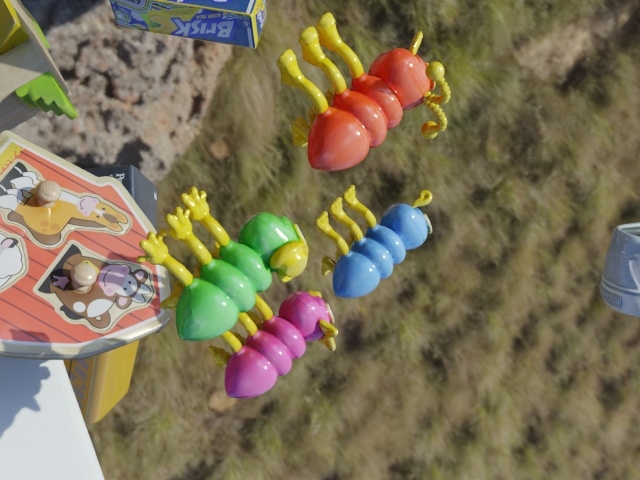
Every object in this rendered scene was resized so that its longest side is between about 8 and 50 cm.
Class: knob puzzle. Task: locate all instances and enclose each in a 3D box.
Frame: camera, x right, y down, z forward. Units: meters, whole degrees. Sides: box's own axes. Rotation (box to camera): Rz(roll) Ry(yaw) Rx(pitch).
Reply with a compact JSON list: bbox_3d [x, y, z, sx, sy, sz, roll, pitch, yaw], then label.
[{"bbox_3d":[-0.198,0.009,0.747,0.213,0.213,0.030,-6,148,-31],"label":"knob puzzle"}]

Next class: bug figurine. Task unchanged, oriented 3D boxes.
[{"bbox_3d":[0.000,0.000,0.614,0.216,0.072,0.279,-45,159,-14],"label":"bug figurine"}]

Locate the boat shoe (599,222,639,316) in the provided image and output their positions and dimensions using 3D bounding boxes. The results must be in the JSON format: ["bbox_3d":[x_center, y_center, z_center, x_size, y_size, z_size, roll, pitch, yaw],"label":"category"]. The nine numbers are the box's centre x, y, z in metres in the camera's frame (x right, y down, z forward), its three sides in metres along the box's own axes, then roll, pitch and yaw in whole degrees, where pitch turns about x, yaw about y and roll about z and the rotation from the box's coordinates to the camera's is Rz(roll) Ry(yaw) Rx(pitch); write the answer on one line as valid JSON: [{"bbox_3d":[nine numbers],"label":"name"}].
[{"bbox_3d":[0.335,0.006,0.794,0.227,0.079,0.081,-8,113,-15],"label":"boat shoe"}]

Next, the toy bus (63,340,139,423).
[{"bbox_3d":[-0.352,0.147,1.496,0.108,0.130,0.333,-45,167,-36],"label":"toy bus"}]

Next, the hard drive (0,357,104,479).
[{"bbox_3d":[-0.323,0.084,0.742,0.233,0.353,0.047,-16,170,-35],"label":"hard drive"}]

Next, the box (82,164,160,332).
[{"bbox_3d":[-0.246,0.016,0.975,0.158,0.156,0.093,-5,168,5],"label":"box"}]

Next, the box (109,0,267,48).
[{"bbox_3d":[-0.148,-0.266,1.109,0.168,0.054,0.059,10,151,8],"label":"box"}]

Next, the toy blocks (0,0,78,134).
[{"bbox_3d":[-0.501,-0.251,1.225,0.260,0.381,0.191,-29,170,-2],"label":"toy blocks"}]
